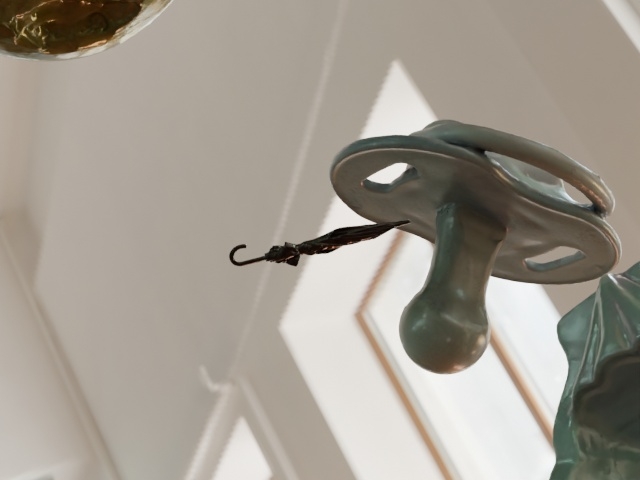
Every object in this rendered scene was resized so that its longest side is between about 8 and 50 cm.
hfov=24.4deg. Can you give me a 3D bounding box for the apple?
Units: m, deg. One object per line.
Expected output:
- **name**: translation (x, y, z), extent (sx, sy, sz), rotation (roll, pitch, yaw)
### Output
- **apple**: translation (-0.246, -0.297, 1.360), extent (0.279, 0.279, 0.279), rotation (-23, -25, -12)

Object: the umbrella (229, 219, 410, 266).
- **umbrella**: translation (0.000, 0.003, 0.973), extent (0.122, 0.013, 0.022), rotation (-10, -55, -8)

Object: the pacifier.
- **pacifier**: translation (0.138, 0.014, 1.337), extent (0.287, 0.225, 0.238), rotation (24, -20, -25)

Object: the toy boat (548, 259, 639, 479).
- **toy boat**: translation (0.228, 0.134, 0.861), extent (0.199, 0.290, 0.100), rotation (-36, -48, 23)
